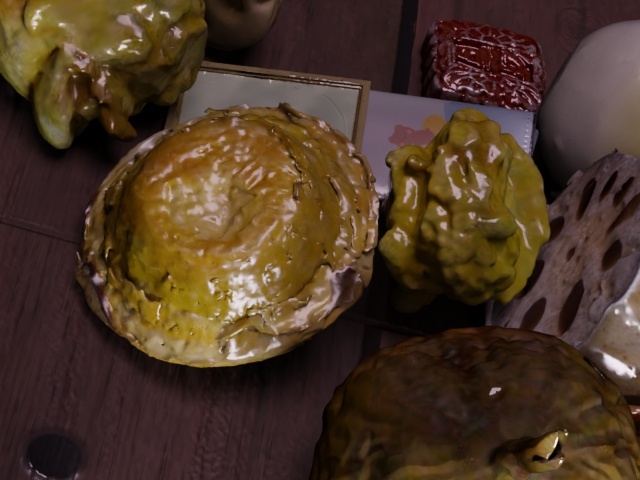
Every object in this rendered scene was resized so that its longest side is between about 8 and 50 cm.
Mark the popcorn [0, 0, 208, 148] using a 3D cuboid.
[{"bbox_3d":[-0.224,-0.221,1.878,0.233,0.192,0.266,6,72,-20],"label":"popcorn"}]

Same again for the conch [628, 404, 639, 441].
[{"bbox_3d":[0.252,0.201,1.715,0.094,0.176,0.104,20,52,-45],"label":"conch"}]

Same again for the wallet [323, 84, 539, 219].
[{"bbox_3d":[0.107,-0.078,1.967,0.231,0.069,0.170,9,56,1],"label":"wallet"}]

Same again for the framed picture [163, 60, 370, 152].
[{"bbox_3d":[-0.055,-0.123,1.944,0.201,0.010,0.136,7,53,2],"label":"framed picture"}]

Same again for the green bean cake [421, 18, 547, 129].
[{"bbox_3d":[0.181,-0.181,2.101,0.135,0.056,0.135,13,46,-12],"label":"green bean cake"}]

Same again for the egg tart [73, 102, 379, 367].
[{"bbox_3d":[-0.086,-0.021,1.749,0.295,0.116,0.295,-3,60,4],"label":"egg tart"}]

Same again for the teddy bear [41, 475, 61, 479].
[{"bbox_3d":[-0.228,0.274,1.464,0.182,0.129,0.251,32,46,6],"label":"teddy bear"}]

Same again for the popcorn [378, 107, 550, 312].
[{"bbox_3d":[0.129,-0.026,1.815,0.155,0.197,0.197,2,39,25],"label":"popcorn"}]

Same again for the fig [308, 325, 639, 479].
[{"bbox_3d":[0.149,0.178,1.523,0.286,0.368,0.286,4,70,-11],"label":"fig"}]

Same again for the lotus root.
[{"bbox_3d":[0.298,0.056,1.812,0.192,0.272,0.272,31,43,-12],"label":"lotus root"}]

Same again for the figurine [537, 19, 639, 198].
[{"bbox_3d":[0.424,-0.088,2.050,0.394,0.226,0.274,29,16,-3],"label":"figurine"}]

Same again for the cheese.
[{"bbox_3d":[-0.124,-0.314,1.999,0.235,0.218,0.117,46,49,-7],"label":"cheese"}]
